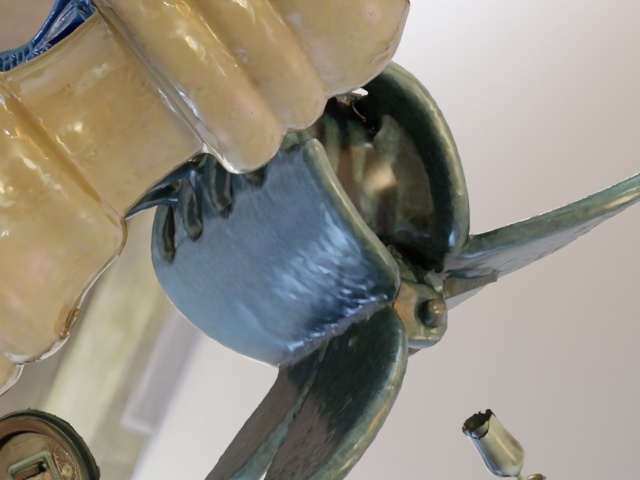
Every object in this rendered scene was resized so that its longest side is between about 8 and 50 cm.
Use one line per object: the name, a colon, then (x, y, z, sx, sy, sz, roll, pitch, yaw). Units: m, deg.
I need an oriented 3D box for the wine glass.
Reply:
wine glass: (0.151, 0.183, 1.575, 0.042, 0.083, 0.039, -24, -157, 35)

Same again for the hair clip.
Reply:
hair clip: (0.000, 0.000, 1.292, 0.392, 0.238, 0.318, -39, -179, -28)

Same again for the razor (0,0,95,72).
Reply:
razor: (-0.151, -0.113, 1.028, 0.253, 0.042, 0.082, -29, -96, 51)

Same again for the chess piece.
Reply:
chess piece: (-0.050, -0.073, 0.700, 0.307, 0.139, 0.124, -38, -151, -2)

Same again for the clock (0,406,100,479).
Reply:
clock: (-0.159, 0.135, 1.018, 0.017, 0.085, 0.085, -23, -128, 45)
